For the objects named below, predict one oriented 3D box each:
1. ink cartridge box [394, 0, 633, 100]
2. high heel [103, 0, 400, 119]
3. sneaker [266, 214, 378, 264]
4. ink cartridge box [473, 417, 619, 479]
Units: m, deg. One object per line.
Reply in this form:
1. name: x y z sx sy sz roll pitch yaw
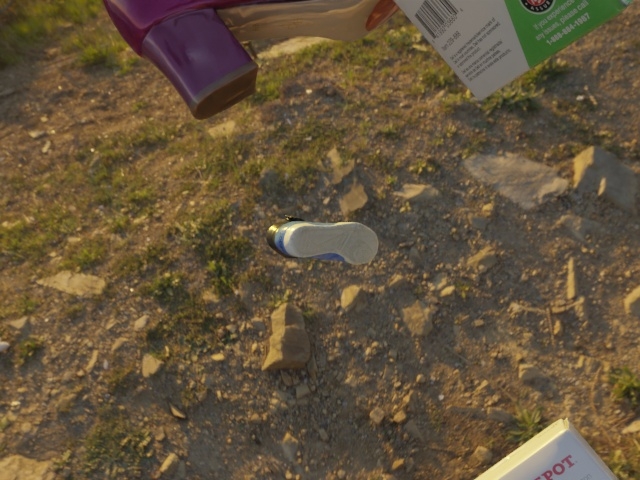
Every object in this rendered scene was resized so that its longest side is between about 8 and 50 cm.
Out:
1. ink cartridge box: 0.114 -0.280 0.409 0.121 0.211 0.289 -43 95 -6
2. high heel: -0.033 -0.291 0.553 0.377 0.127 0.181 -35 88 -23
3. sneaker: 0.000 -0.001 0.698 0.152 0.058 0.084 1 7 -37
4. ink cartridge box: 0.362 0.446 0.725 0.223 0.129 0.307 -41 66 10
